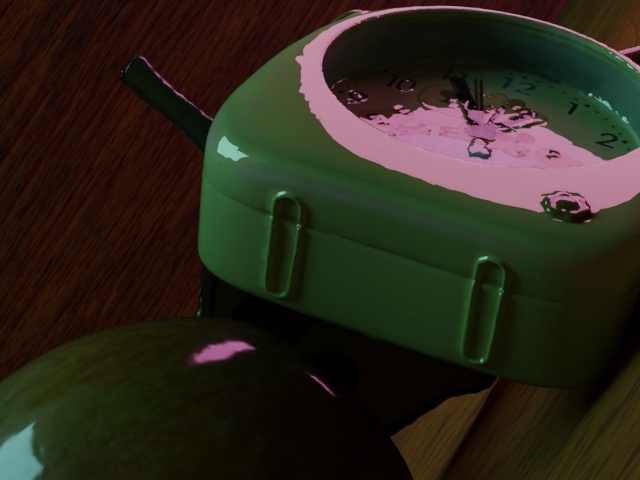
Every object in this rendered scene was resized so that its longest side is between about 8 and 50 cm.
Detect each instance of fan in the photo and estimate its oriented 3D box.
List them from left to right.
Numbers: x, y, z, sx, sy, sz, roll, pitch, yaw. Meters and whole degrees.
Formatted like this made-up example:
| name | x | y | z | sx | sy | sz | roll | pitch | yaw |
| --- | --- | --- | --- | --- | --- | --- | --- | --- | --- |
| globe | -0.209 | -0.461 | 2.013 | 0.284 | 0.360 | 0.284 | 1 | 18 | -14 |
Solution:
| name | x | y | z | sx | sy | sz | roll | pitch | yaw |
| --- | --- | --- | --- | --- | --- | --- | --- | --- | --- |
| fan | 0.000 | 0.000 | 1.134 | 0.229 | 0.335 | 0.011 | -52 | 28 | -4 |

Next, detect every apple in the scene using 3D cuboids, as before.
| name | x | y | z | sx | sy | sz | roll | pitch | yaw |
| --- | --- | --- | --- | --- | --- | --- | --- | --- | --- |
| apple | -0.074 | 0.160 | 1.017 | 0.234 | 0.257 | 0.257 | -39 | -4 | -18 |

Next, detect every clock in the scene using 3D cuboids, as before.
| name | x | y | z | sx | sy | sz | roll | pitch | yaw |
| --- | --- | --- | --- | --- | --- | --- | --- | --- | --- |
| clock | 0.090 | -0.049 | 1.030 | 0.308 | 0.235 | 0.096 | -48 | -30 | -53 |
